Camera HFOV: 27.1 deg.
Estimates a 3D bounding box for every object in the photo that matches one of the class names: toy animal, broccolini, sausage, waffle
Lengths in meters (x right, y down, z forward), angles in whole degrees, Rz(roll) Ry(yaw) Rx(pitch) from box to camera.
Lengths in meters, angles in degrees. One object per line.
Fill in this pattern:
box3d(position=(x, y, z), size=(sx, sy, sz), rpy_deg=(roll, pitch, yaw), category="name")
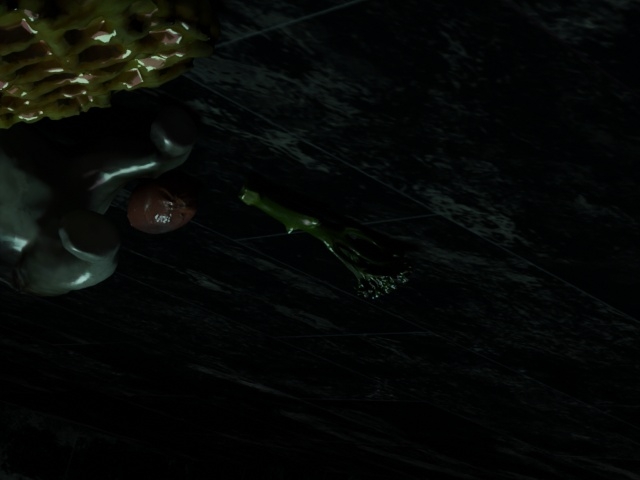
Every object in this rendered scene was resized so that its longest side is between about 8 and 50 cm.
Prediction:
box3d(position=(-0.330, -0.061, 1.181), size=(0.344, 0.194, 0.302), rpy_deg=(28, 153, -26), category="toy animal")
box3d(position=(-0.001, 0.000, 1.350), size=(0.216, 0.067, 0.058), rpy_deg=(24, 122, -32), category="broccolini")
box3d(position=(-0.163, -0.035, 1.368), size=(0.059, 0.054, 0.094), rpy_deg=(23, 161, -29), category="sausage")
box3d(position=(-0.219, -0.125, 0.916), size=(0.281, 0.058, 0.301), rpy_deg=(-18, 174, 23), category="waffle")
